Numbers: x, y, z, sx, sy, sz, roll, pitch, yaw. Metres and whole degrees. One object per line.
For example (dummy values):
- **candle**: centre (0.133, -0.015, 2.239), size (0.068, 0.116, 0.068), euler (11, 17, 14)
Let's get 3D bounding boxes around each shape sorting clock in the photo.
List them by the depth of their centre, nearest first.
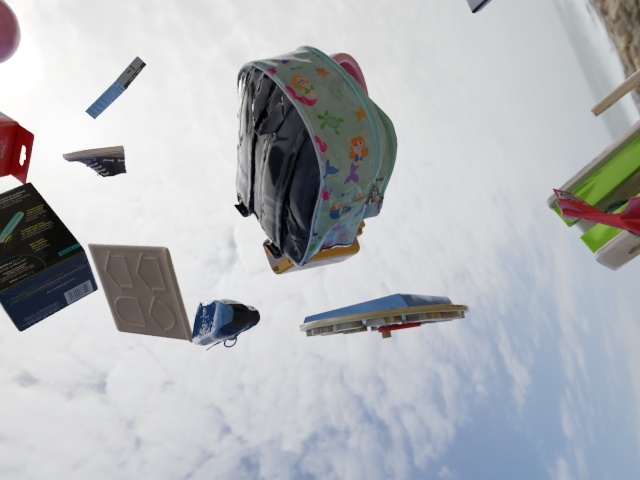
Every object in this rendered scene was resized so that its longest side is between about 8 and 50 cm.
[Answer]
- **shape sorting clock**: centre (0.077, 0.099, 0.595), size (0.206, 0.206, 0.040), euler (12, -116, -53)

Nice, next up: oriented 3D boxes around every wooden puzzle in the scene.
- **wooden puzzle**: centre (-0.548, 0.152, 1.523), size (0.080, 0.348, 0.322), euler (-43, -49, -54)

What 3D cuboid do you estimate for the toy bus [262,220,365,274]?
- **toy bus**: centre (0.000, 0.000, 1.349), size (0.333, 0.108, 0.130), euler (-8, -110, -48)

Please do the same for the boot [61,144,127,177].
- **boot**: centre (-0.612, -0.212, 1.338), size (0.190, 0.069, 0.086), euler (-28, -63, -57)

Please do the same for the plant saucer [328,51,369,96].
- **plant saucer**: centre (0.027, -0.226, 1.046), size (0.332, 0.084, 0.332), euler (5, -90, -68)

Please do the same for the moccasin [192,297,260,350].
- **moccasin**: centre (-0.248, 0.219, 1.244), size (0.117, 0.342, 0.137), euler (8, -100, -25)

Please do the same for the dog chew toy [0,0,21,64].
- **dog chew toy**: centre (-0.906, -0.597, 1.221), size (0.206, 0.332, 0.206), euler (3, -110, -7)

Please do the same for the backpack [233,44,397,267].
- **backpack**: centre (-0.015, -0.119, 0.651), size (0.191, 0.253, 0.225), euler (-27, -121, -21)

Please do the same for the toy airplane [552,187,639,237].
- **toy airplane**: centre (0.328, -0.025, 0.539), size (0.151, 0.151, 0.028), euler (24, -90, -47)

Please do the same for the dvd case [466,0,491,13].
- **dvd case**: centre (0.232, -0.503, 0.726), size (0.022, 0.180, 0.253), euler (-27, -89, -20)

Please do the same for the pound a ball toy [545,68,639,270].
- **pound a ball toy**: centre (0.489, -0.134, 0.703), size (0.136, 0.319, 0.208), euler (15, -142, -41)

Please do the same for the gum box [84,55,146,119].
- **gum box**: centre (-0.638, -0.476, 1.515), size (0.041, 0.184, 0.157), euler (44, -142, -30)

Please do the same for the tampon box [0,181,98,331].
- **tampon box**: centre (-0.419, 0.020, 0.689), size (0.120, 0.101, 0.161), euler (-33, -116, -32)

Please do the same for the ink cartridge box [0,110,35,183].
- **ink cartridge box**: centre (-0.738, -0.222, 1.042), size (0.231, 0.134, 0.078), euler (31, -155, 8)
